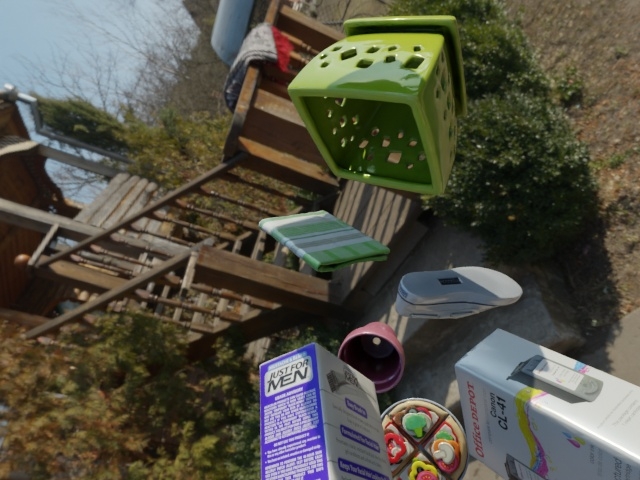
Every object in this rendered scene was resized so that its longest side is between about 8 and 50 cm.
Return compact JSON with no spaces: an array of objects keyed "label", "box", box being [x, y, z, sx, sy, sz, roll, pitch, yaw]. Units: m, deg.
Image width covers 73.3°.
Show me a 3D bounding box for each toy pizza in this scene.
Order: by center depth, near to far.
[{"label":"toy pizza","box":[0.209,0.440,0.909,0.032,0.201,0.202,34,-109,-72]}]

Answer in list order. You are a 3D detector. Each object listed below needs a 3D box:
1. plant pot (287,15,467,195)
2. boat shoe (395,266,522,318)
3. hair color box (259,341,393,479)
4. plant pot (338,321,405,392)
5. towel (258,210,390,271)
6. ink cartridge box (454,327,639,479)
[{"label":"plant pot","box":[0.120,-0.234,0.717,0.207,0.227,0.228,-61,-34,-20]},{"label":"boat shoe","box":[0.270,0.110,0.856,0.095,0.257,0.084,-99,16,-51]},{"label":"hair color box","box":[0.017,0.328,0.548,0.110,0.185,0.339,-25,45,20]},{"label":"plant pot","box":[0.172,0.351,1.371,0.202,0.201,0.180,-68,-11,17]},{"label":"towel","box":[0.000,0.000,0.557,0.152,0.113,0.023,35,128,50]},{"label":"ink cartridge box","box":[0.377,0.307,0.661,0.306,0.131,0.226,18,128,55]}]
